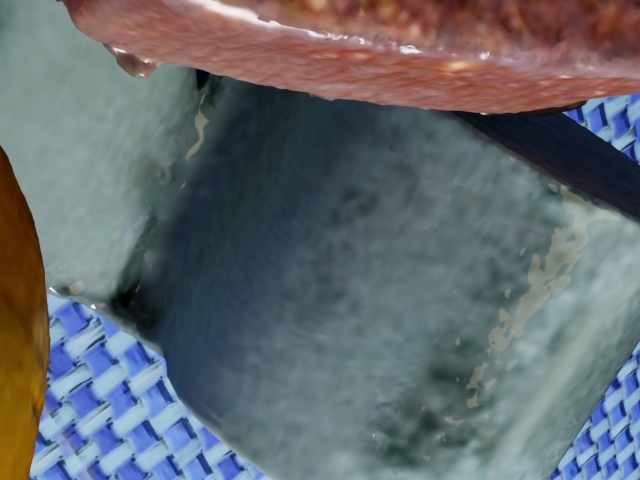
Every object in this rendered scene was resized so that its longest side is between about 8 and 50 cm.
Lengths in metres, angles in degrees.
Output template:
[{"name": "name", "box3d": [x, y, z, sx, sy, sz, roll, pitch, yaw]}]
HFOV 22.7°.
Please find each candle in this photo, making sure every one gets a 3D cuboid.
[{"name": "candle", "box3d": [0.034, -0.167, 0.513, 0.287, 0.131, 0.317, -41, 107, -21]}]

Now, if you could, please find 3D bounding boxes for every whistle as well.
[{"name": "whistle", "box3d": [-0.017, -0.017, 0.679, 0.404, 0.188, 0.168, 27, 105, -15]}]

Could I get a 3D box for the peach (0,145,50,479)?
[{"name": "peach", "box3d": [-0.200, 0.055, 0.477, 0.281, 0.238, 0.281, -27, 134, -31]}]
